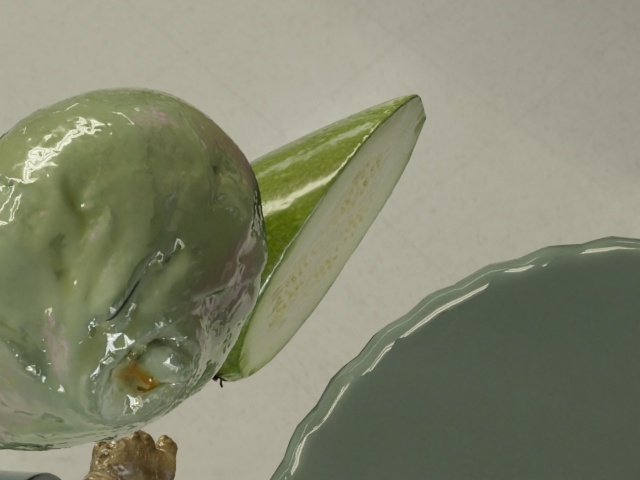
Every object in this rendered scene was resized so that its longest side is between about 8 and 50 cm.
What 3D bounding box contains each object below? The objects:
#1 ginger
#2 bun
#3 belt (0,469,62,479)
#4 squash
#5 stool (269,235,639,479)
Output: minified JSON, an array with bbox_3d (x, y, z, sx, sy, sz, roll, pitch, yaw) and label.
[{"bbox_3d":[-0.304,0.358,1.859,0.074,0.213,0.137,-21,68,37],"label":"ginger"},{"bbox_3d":[-0.137,0.040,0.834,0.179,0.283,0.283,36,71,27],"label":"bun"},{"bbox_3d":[-0.438,0.456,1.459,0.173,0.300,0.436,-3,23,6],"label":"belt"},{"bbox_3d":[0.000,0.000,1.062,0.260,0.189,0.189,-22,55,5],"label":"squash"},{"bbox_3d":[0.116,0.152,0.486,0.297,0.330,0.297,-2,76,7],"label":"stool"}]
